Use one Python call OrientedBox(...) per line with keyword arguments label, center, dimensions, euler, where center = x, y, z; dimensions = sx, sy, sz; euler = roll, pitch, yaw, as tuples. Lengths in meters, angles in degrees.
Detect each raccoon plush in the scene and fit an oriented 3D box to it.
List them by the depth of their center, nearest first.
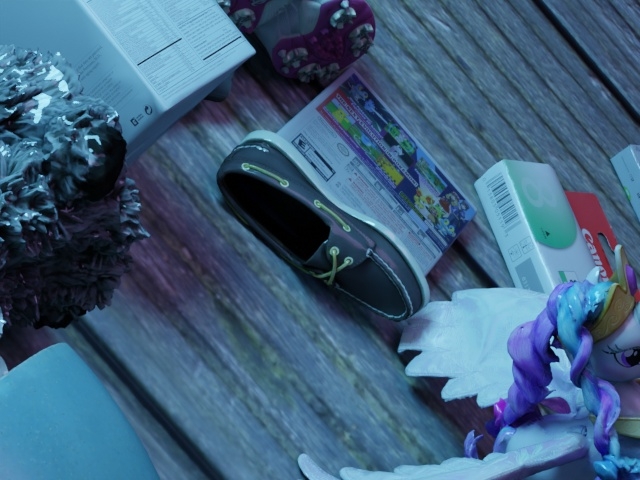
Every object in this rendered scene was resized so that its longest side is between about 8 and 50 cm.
OrientedBox(label="raccoon plush", center=(-0.345, -0.028, 1.269), dimensions=(0.446, 0.216, 0.299), euler=(36, 45, 27))

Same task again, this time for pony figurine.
OrientedBox(label="pony figurine", center=(0.205, 0.176, 1.532), dimensions=(0.363, 0.351, 0.303), euler=(59, 37, -23))

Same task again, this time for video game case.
OrientedBox(label="video game case", center=(0.054, -0.060, 1.779), dimensions=(0.201, 0.023, 0.183), euler=(48, 37, -4))

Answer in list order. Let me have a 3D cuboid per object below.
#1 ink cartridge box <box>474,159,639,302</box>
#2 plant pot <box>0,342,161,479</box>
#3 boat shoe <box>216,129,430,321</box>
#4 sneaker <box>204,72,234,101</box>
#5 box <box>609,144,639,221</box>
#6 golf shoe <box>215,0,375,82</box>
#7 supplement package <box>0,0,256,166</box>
OrientedBox(label="ink cartridge box", center=(0.280, 0.008, 1.938), dimensions=(0.224, 0.056, 0.181), euler=(1, 60, -44))
OrientedBox(label="plant pot", center=(-0.183, 0.231, 1.048), dimensions=(0.195, 0.290, 0.290), euler=(44, 37, 3))
OrientedBox(label="boat shoe", center=(0.000, 0.000, 1.630), dimensions=(0.228, 0.081, 0.069), euler=(42, 40, -2))
OrientedBox(label="sneaker", center=(-0.157, -0.224, 1.652), dimensions=(0.118, 0.083, 0.222), euler=(3, 68, -51))
OrientedBox(label="box", center=(0.433, -0.025, 2.136), dimensions=(0.145, 0.038, 0.186), euler=(0, 62, -47))
OrientedBox(label="golf shoe", center=(-0.042, -0.250, 1.711), dimensions=(0.140, 0.115, 0.306), euler=(63, 14, 24))
OrientedBox(label="supplement package", center=(-0.205, -0.156, 1.440), dimensions=(0.203, 0.194, 0.149), euler=(51, 36, -2))
